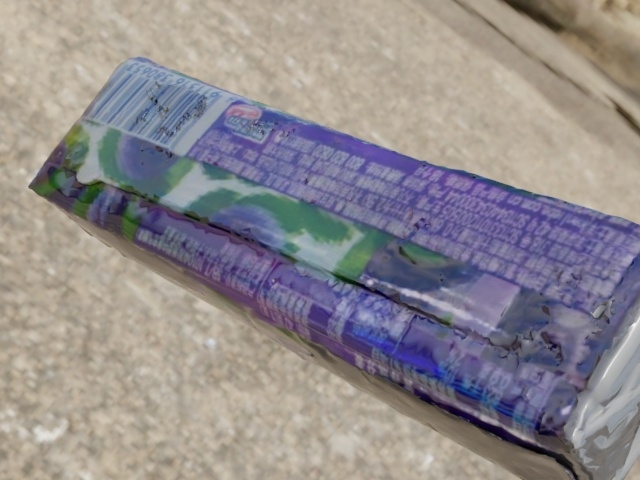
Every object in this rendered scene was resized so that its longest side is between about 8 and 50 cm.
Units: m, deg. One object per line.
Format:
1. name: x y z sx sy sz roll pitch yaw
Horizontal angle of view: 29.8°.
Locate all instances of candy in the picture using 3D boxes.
1. candy: 0.000 0.000 0.489 0.312 0.088 0.061 24 -19 41
